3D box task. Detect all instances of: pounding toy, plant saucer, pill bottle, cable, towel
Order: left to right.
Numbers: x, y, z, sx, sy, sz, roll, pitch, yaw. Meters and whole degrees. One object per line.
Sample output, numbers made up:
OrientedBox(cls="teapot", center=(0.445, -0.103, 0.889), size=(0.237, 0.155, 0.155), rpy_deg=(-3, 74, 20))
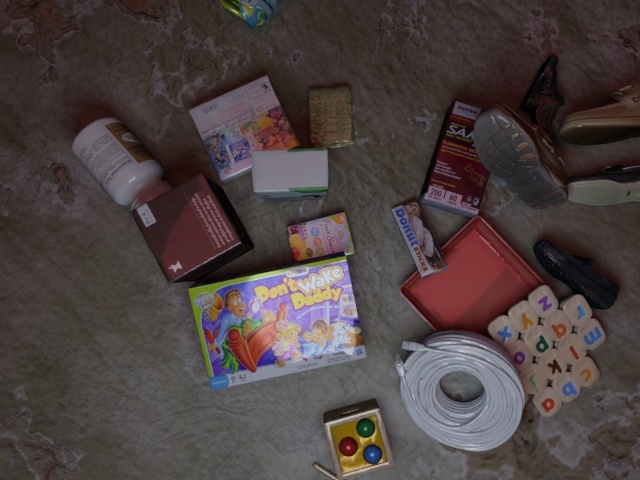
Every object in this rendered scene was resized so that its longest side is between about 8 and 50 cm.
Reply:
OrientedBox(cls="pill bottle", center=(-0.433, -0.153, 1.077), size=(0.131, 0.131, 0.229), rpy_deg=(-42, 87, -2))
OrientedBox(cls="towel", center=(0.024, -0.293, 1.137), size=(0.110, 0.027, 0.148), rpy_deg=(-5, 87, 1))
OrientedBox(cls="pounding toy", center=(0.067, 0.484, 1.053), size=(0.181, 0.094, 0.205), rpy_deg=(-15, 86, -1))
OrientedBox(cls="cable", center=(0.301, 0.322, 1.032), size=(0.257, 0.089, 0.257), rpy_deg=(-5, 100, 20))
OrientedBox(cls="plant saucer", center=(0.354, 0.120, 1.100), size=(0.258, 0.048, 0.259), rpy_deg=(-43, 88, -3))

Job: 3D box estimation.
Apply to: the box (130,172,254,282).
OrientedBox(cls="box", center=(-0.264, -0.019, 1.033), size=(0.167, 0.203, 0.168), rpy_deg=(-29, 87, -2))

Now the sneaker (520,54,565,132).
OrientedBox(cls="sneaker", center=(0.541, -0.344, 1.130), size=(0.089, 0.051, 0.170), rpy_deg=(29, 92, 2))

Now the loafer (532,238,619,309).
OrientedBox(cls="loafer", center=(0.585, 0.067, 1.093), size=(0.223, 0.076, 0.078), rpy_deg=(39, 82, -2))

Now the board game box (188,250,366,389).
OrientedBox(cls="board game box", center=(-0.092, 0.175, 1.064), size=(0.347, 0.078, 0.233), rpy_deg=(-12, 96, 0))

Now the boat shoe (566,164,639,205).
OrientedBox(cls="boat shoe", center=(0.681, -0.135, 1.113), size=(0.233, 0.084, 0.079), rpy_deg=(-4, 50, 6))

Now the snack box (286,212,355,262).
OrientedBox(cls="snack box", center=(0.000, 0.000, 1.113), size=(0.141, 0.037, 0.100), rpy_deg=(-14, 88, 0))

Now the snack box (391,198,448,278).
OrientedBox(cls="snack box", center=(0.225, -0.005, 1.092), size=(0.064, 0.022, 0.178), rpy_deg=(-23, 68, 4))

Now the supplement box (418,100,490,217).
OrientedBox(cls="supplement box", center=(0.328, -0.186, 1.107), size=(0.130, 0.073, 0.239), rpy_deg=(17, 86, 2))

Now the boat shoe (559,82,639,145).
OrientedBox(cls="boat shoe", center=(0.702, -0.296, 1.098), size=(0.341, 0.121, 0.110), rpy_deg=(-8, 82, -11))

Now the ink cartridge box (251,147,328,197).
OrientedBox(cls="ink cartridge box", center=(-0.060, -0.137, 1.038), size=(0.153, 0.208, 0.086), rpy_deg=(-3, 89, 1))

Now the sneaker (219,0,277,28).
OrientedBox(cls="sneaker", center=(-0.091, -0.596, 1.111), size=(0.319, 0.127, 0.208), rpy_deg=(3, 84, 10))

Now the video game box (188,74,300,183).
OrientedBox(cls="video game box", center=(-0.177, -0.261, 1.126), size=(0.205, 0.048, 0.187), rpy_deg=(-24, 85, -1))

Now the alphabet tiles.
OrientedBox(cls="alphabet tiles", center=(0.504, 0.251, 1.078), size=(0.284, 0.021, 0.278), rpy_deg=(-36, 101, -4))

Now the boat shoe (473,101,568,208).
OrientedBox(cls="boat shoe", center=(0.440, -0.195, 1.044), size=(0.324, 0.123, 0.116), rpy_deg=(38, 60, -35))
